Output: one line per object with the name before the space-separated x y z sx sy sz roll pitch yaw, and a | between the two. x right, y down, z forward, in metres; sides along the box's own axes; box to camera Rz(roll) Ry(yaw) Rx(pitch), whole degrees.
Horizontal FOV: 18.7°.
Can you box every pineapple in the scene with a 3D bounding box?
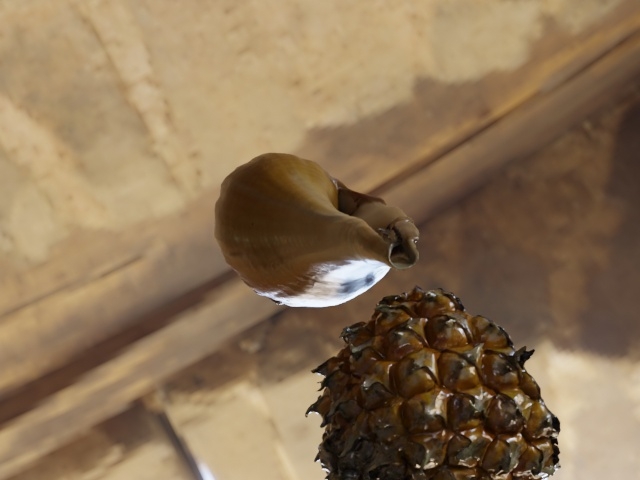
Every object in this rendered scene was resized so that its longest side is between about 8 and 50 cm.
pineapple | 0.051 0.129 1.228 0.137 0.161 0.176 -38 -25 -29

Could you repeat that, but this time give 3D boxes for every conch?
conch | -0.002 0.005 1.238 0.109 0.330 0.093 24 -86 -19
